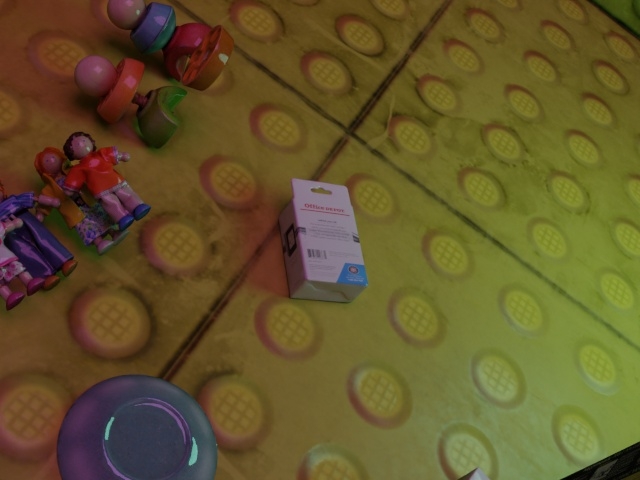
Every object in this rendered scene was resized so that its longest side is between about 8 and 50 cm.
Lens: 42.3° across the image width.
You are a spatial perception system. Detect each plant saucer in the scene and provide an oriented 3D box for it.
[{"bbox_3d":[-0.208,0.241,0.977,0.195,0.037,0.194,16,51,-20],"label":"plant saucer"}]

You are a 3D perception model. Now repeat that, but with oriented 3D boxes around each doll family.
[{"bbox_3d":[-0.357,-0.031,1.053,0.263,0.118,0.163,-38,88,-24],"label":"doll family"}]

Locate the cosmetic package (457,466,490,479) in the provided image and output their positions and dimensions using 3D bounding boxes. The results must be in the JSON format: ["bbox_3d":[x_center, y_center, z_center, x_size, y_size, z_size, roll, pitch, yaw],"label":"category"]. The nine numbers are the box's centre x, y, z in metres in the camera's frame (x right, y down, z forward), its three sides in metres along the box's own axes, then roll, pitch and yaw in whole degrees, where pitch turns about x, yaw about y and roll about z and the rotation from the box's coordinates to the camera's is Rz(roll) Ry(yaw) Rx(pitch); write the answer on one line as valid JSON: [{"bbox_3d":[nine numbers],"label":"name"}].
[{"bbox_3d":[0.165,0.410,1.058,0.099,0.060,0.239,46,48,8],"label":"cosmetic package"}]

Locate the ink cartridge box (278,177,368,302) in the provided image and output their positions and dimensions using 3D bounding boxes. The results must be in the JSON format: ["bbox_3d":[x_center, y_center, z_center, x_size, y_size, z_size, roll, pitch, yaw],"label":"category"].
[{"bbox_3d":[0.000,0.000,1.254,0.104,0.060,0.180,7,55,-25],"label":"ink cartridge box"}]

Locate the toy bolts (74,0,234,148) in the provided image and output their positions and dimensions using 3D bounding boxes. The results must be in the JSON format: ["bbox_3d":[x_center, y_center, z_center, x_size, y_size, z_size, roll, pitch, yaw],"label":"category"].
[{"bbox_3d":[-0.247,-0.292,1.226,0.159,0.218,0.228,30,39,-27],"label":"toy bolts"}]

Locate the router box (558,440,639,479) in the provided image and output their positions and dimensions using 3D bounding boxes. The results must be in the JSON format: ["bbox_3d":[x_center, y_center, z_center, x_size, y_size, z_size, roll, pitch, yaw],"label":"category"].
[{"bbox_3d":[0.371,0.358,1.047,0.081,0.309,0.243,49,49,9],"label":"router box"}]
